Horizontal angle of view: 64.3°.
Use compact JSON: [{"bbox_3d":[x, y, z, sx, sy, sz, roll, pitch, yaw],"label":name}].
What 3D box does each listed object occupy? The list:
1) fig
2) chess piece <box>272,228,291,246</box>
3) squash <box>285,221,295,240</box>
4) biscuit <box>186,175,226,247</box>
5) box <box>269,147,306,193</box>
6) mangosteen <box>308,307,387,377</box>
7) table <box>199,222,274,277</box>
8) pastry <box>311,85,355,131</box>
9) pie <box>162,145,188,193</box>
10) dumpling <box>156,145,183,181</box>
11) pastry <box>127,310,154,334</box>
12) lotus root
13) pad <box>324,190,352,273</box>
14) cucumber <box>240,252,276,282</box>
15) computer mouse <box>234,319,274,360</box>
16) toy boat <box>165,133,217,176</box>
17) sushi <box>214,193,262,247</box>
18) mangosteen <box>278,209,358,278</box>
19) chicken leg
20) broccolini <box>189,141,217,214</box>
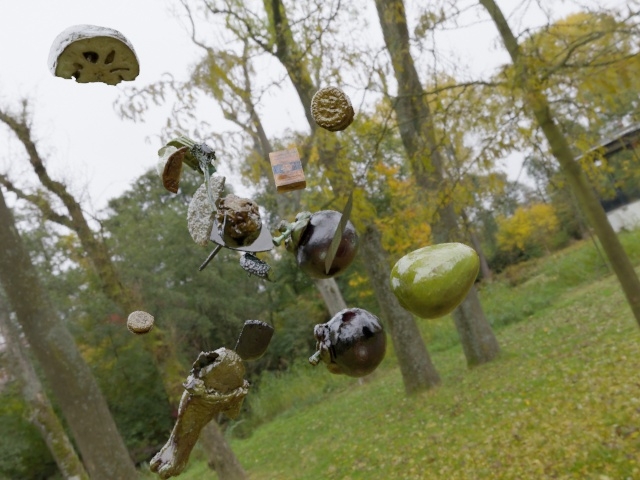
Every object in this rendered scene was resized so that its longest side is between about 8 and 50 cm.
[{"bbox_3d":[0.416,0.133,1.819,0.326,0.258,0.258,-34,-11,7],"label":"fig"},{"bbox_3d":[-0.157,-0.016,2.120,0.093,0.042,0.042,-42,1,-28],"label":"chess piece"},{"bbox_3d":[-0.117,-0.048,2.530,0.095,0.095,0.188,-18,2,-24],"label":"squash"},{"bbox_3d":[-0.401,-0.107,1.737,0.133,0.250,0.032,12,-6,33],"label":"biscuit"},{"bbox_3d":[-0.172,-0.364,2.644,0.152,0.237,0.070,-13,-30,-5],"label":"box"},{"bbox_3d":[0.123,0.415,2.128,0.313,0.297,0.297,22,-10,3],"label":"mangosteen"},{"bbox_3d":[-0.401,0.039,2.410,0.317,0.317,0.249,-14,-33,-42],"label":"table"},{"bbox_3d":[0.052,-0.565,2.198,0.188,0.189,0.103,-25,-5,21],"label":"pastry"},{"bbox_3d":[-0.563,-0.275,1.942,0.033,0.191,0.088,21,10,28],"label":"pie"},{"bbox_3d":[-0.618,-0.312,2.130,0.134,0.169,0.100,-26,-34,29],"label":"dumpling"},{"bbox_3d":[-0.686,0.315,1.940,0.097,0.109,0.057,18,-57,-9],"label":"pastry"},{"bbox_3d":[-0.597,-0.493,1.353,0.235,0.119,0.138,-10,-57,-28],"label":"lotus root"},{"bbox_3d":[0.080,-0.043,1.508,0.055,0.250,0.323,25,-18,-8],"label":"pad"},{"bbox_3d":[-0.254,0.115,2.031,0.062,0.078,0.211,-28,28,-22],"label":"cucumber"},{"bbox_3d":[-0.263,0.397,1.959,0.122,0.073,0.217,15,-63,-18],"label":"computer mouse"},{"bbox_3d":[-0.628,-0.422,2.492,0.111,0.084,0.276,-26,-41,28],"label":"toy boat"},{"bbox_3d":[-0.341,-0.087,2.088,0.213,0.200,0.204,-29,-15,-38],"label":"sushi"},{"bbox_3d":[0.010,0.008,2.175,0.330,0.330,0.330,-21,-9,-4],"label":"mangosteen"},{"bbox_3d":[-0.317,0.472,1.414,0.211,0.361,0.140,26,-5,-38],"label":"chicken leg"},{"bbox_3d":[-0.341,-0.187,1.543,0.071,0.254,0.057,-22,-22,19],"label":"broccolini"}]
